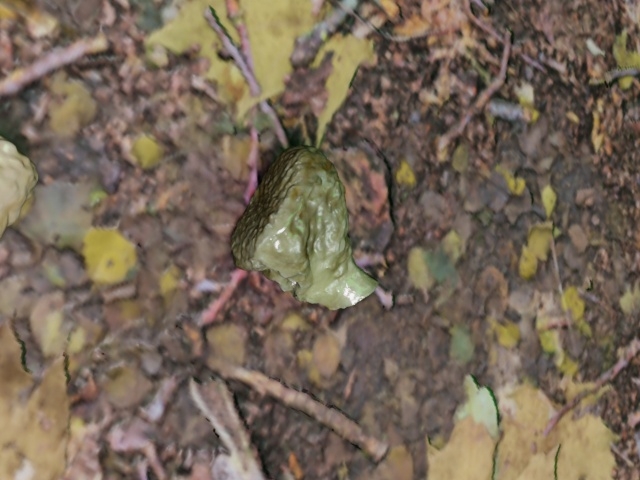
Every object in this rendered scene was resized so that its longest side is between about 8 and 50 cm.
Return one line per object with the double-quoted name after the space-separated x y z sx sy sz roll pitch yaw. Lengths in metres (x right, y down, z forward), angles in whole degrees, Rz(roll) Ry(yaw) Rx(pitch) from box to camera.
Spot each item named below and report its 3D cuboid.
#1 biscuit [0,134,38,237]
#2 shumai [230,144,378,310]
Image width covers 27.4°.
-0.196 0.042 0.539 0.055 0.061 0.219 43 64 -22 "biscuit"
0.000 0.000 0.692 0.080 0.083 0.082 30 107 -15 "shumai"
